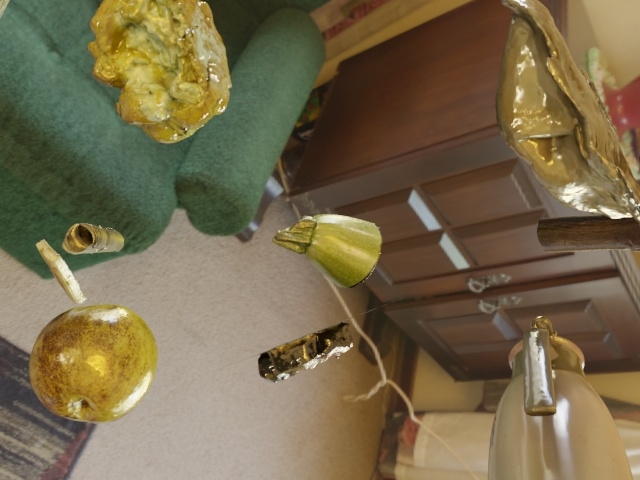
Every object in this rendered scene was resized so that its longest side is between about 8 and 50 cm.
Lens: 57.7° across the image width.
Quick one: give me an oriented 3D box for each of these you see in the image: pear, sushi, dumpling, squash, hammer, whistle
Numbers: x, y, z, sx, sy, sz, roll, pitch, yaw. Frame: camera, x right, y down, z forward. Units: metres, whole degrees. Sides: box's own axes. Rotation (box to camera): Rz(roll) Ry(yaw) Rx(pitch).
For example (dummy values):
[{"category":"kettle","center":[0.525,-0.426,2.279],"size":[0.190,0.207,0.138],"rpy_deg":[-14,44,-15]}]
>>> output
[{"category":"pear","center":[-0.364,0.205,0.944],"size":[0.197,0.197,0.197],"rpy_deg":[24,59,-48]},{"category":"sushi","center":[-0.019,0.152,0.783],"size":[0.231,0.220,0.047],"rpy_deg":[-13,79,-45]},{"category":"dumpling","center":[0.254,-0.080,0.573],"size":[0.332,0.086,0.166],"rpy_deg":[40,42,-28]},{"category":"squash","center":[0.002,-0.004,0.796],"size":[0.132,0.105,0.105],"rpy_deg":[27,56,-30]},{"category":"hammer","center":[0.459,-0.010,0.911],"size":[0.095,0.409,0.242],"rpy_deg":[-7,90,-12]},{"category":"whistle","center":[-0.465,-0.003,1.207],"size":[0.068,0.326,0.057],"rpy_deg":[3,89,-11]}]

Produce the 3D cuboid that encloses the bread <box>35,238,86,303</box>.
[{"category":"bread","center":[-0.519,0.065,1.165],"size":[0.028,0.068,0.153],"rpy_deg":[-39,151,-27]}]

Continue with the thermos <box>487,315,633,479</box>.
[{"category":"thermos","center":[0.182,0.148,0.454],"size":[0.137,0.105,0.193],"rpy_deg":[64,29,-30]}]

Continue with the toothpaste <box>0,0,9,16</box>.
[{"category":"toothpaste","center":[-0.437,-0.262,0.735],"size":[0.197,0.029,0.048],"rpy_deg":[-61,173,2]}]

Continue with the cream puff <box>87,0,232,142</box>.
[{"category":"cream puff","center":[-0.222,-0.245,0.800],"size":[0.195,0.195,0.221],"rpy_deg":[-20,99,-55]}]
